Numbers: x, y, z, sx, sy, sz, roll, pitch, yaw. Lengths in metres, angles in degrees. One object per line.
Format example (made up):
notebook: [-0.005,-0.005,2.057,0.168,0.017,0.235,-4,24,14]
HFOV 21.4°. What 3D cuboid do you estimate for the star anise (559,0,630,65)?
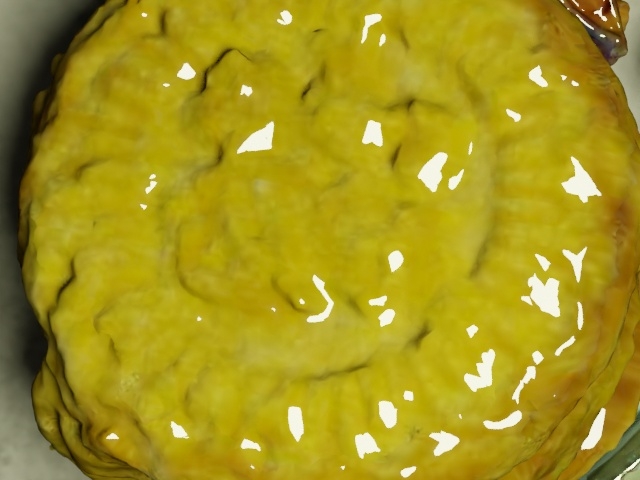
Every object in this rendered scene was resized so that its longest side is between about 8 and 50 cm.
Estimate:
star anise: [0.107,-0.119,0.677,0.191,0.070,0.097,24,92,8]

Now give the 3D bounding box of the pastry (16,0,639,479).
pastry: [0.000,0.000,0.607,0.240,0.132,0.235,35,78,22]

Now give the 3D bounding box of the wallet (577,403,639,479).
wallet: [0.157,0.191,0.714,0.223,0.077,0.309,-41,121,-4]
